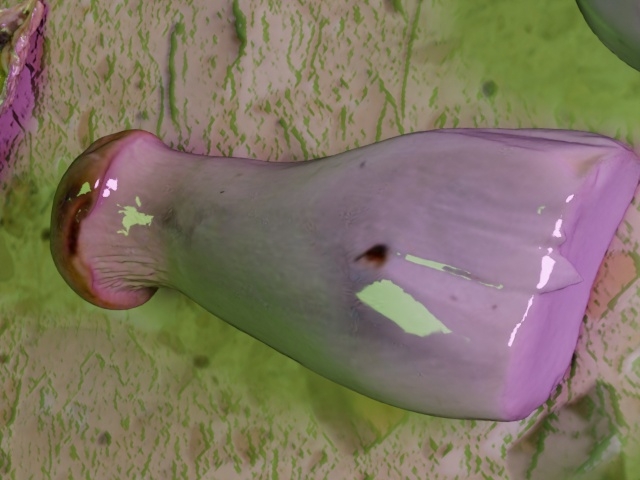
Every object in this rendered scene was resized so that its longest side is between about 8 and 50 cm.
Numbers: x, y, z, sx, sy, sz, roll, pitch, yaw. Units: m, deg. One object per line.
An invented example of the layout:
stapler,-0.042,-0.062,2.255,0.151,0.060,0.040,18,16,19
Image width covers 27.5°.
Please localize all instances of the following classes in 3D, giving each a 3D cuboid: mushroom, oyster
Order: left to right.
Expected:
oyster,-0.248,-0.094,0.903,0.122,0.045,0.146,0,89,31
mushroom,0.000,0.000,0.731,0.329,0.122,0.159,11,60,29

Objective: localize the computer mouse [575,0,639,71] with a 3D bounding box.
computer mouse,0.268,-0.142,0.570,0.331,0.095,0.197,15,108,20
